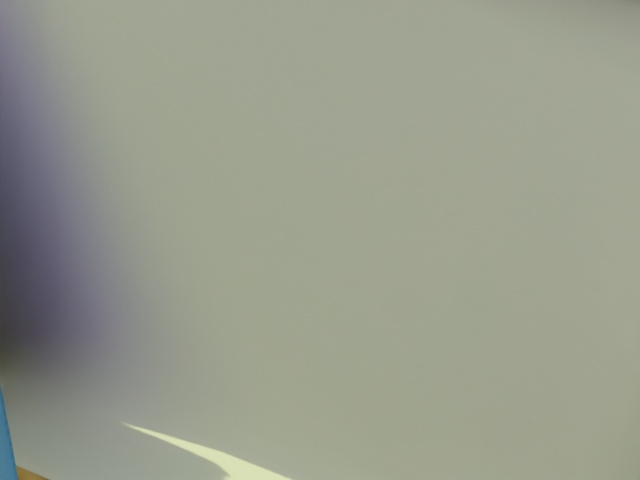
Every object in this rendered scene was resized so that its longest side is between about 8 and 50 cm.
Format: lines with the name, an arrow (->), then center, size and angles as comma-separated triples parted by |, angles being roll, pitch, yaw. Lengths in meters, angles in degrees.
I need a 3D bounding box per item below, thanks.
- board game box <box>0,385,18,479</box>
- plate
board game box -> -0.237, -0.025, 0.629 | 0.316, 0.064, 0.242 | 2, 105, 43
plate -> 0.000, 0.000, 0.591 | 0.277, 0.045, 0.278 | 22, 133, 13
